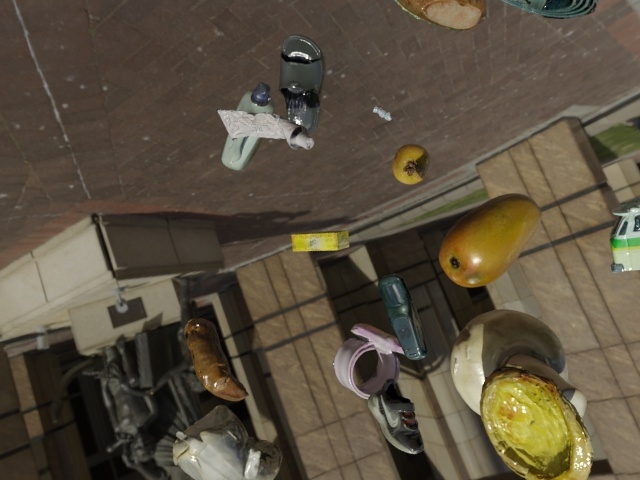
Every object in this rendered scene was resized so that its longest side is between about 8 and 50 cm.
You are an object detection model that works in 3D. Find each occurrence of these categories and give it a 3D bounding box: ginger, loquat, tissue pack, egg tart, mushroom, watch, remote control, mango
[{"bbox_3d":[-0.334,0.349,1.330,0.107,0.309,0.133,-27,144,-14],"label":"ginger"},{"bbox_3d":[0.336,-0.283,1.635,0.163,0.137,0.163,-55,-171,13],"label":"loquat"},{"bbox_3d":[0.000,0.000,1.500,0.176,0.062,0.095,-3,-176,31],"label":"tissue pack"},{"bbox_3d":[0.468,0.399,0.960,0.095,0.278,0.279,-13,169,-29],"label":"egg tart"},{"bbox_3d":[0.549,0.365,1.219,0.315,0.356,0.315,-27,133,-34],"label":"mushroom"},{"bbox_3d":[-0.124,0.322,0.653,0.099,0.096,0.278,-33,140,-5],"label":"mushroom"},{"bbox_3d":[0.172,0.403,1.457,0.248,0.217,0.211,27,170,-24],"label":"watch"},{"bbox_3d":[0.204,0.190,1.089,0.072,0.221,0.042,-21,179,32],"label":"remote control"},{"bbox_3d":[0.455,-0.008,1.161,0.317,0.173,0.211,-37,147,-11],"label":"mango"}]

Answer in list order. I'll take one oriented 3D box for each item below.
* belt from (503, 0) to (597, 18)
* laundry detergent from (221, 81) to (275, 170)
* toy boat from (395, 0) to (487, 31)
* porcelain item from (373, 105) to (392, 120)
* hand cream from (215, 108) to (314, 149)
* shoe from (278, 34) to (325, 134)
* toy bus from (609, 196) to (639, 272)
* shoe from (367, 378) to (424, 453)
[{"bbox_3d":[0.365,-0.451,0.708,0.267,0.207,0.116,-49,161,-70],"label":"belt"},{"bbox_3d":[-0.218,-0.364,1.367,0.280,0.105,0.214,-47,-163,56],"label":"laundry detergent"},{"bbox_3d":[0.321,-0.652,1.219,0.293,0.099,0.108,14,136,-2],"label":"toy boat"},{"bbox_3d":[0.245,-0.493,1.715,0.028,0.083,0.036,-50,159,-6],"label":"porcelain item"},{"bbox_3d":[-0.118,-0.242,0.961,0.050,0.257,0.084,-54,144,-24],"label":"hand cream"},{"bbox_3d":[-0.048,-0.369,1.079,0.108,0.241,0.093,7,-146,10],"label":"shoe"},{"bbox_3d":[0.744,-0.021,0.889,0.276,0.164,0.134,-8,-175,40],"label":"toy bus"},{"bbox_3d":[0.227,0.504,1.283,0.099,0.112,0.227,10,-161,-33],"label":"shoe"}]
